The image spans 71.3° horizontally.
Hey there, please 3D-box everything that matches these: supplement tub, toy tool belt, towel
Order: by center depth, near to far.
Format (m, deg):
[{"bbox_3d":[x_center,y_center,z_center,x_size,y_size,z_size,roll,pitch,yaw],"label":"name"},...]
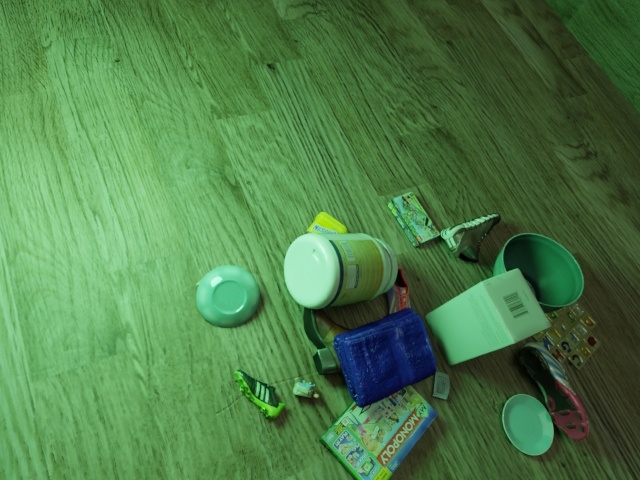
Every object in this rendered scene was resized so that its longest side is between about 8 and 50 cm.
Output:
[{"bbox_3d":[-0.040,0.443,1.339,0.084,0.052,0.051,14,69,-10],"label":"toy tool belt"},{"bbox_3d":[0.208,0.351,1.369,0.309,0.076,0.227,-14,77,-27],"label":"towel"},{"bbox_3d":[0.071,0.089,1.406,0.317,0.228,0.228,0,62,-42],"label":"supplement tub"}]

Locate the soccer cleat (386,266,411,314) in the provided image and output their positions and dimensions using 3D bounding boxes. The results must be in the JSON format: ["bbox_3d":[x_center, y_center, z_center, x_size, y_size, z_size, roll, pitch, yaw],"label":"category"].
[{"bbox_3d":[0.274,0.210,1.520,0.083,0.095,0.247,-4,65,-18],"label":"soccer cleat"}]

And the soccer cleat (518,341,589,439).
[{"bbox_3d":[0.806,0.493,1.512,0.143,0.116,0.331,-8,65,-43],"label":"soccer cleat"}]

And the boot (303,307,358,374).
[{"bbox_3d":[0.100,0.282,1.439,0.281,0.096,0.264,-6,57,-23],"label":"boot"}]

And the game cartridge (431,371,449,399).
[{"bbox_3d":[0.396,0.477,1.466,0.056,0.017,0.083,18,60,-3],"label":"game cartridge"}]

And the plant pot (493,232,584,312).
[{"bbox_3d":[0.754,0.146,1.622,0.294,0.196,0.292,5,57,-8],"label":"plant pot"}]

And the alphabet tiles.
[{"bbox_3d":[0.901,0.303,1.699,0.285,0.011,0.342,-31,76,-27],"label":"alphabet tiles"}]

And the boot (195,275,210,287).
[{"bbox_3d":[-0.310,0.149,1.410,0.158,0.059,0.084,-7,71,-20],"label":"boot"}]

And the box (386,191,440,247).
[{"bbox_3d":[0.358,-0.082,1.727,0.114,0.036,0.206,-23,72,-24],"label":"box"}]

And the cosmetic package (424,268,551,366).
[{"bbox_3d":[0.504,0.253,1.408,0.155,0.365,0.196,-16,72,-21],"label":"cosmetic package"}]

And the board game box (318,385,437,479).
[{"bbox_3d":[0.180,0.560,1.345,0.213,0.046,0.317,45,61,10],"label":"board game box"}]

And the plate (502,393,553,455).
[{"bbox_3d":[0.681,0.607,1.475,0.188,0.024,0.188,6,63,-13],"label":"plate"}]

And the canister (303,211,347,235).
[{"bbox_3d":[0.000,0.000,1.563,0.126,0.073,0.169,36,62,3],"label":"canister"}]

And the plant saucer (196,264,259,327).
[{"bbox_3d":[-0.281,0.173,1.375,0.195,0.037,0.194,1,87,-17],"label":"plant saucer"}]

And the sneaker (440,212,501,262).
[{"bbox_3d":[0.603,0.000,1.733,0.282,0.106,0.162,-17,84,-22],"label":"sneaker"}]

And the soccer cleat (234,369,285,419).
[{"bbox_3d":[-0.178,0.438,1.303,0.179,0.060,0.072,48,52,3],"label":"soccer cleat"}]
